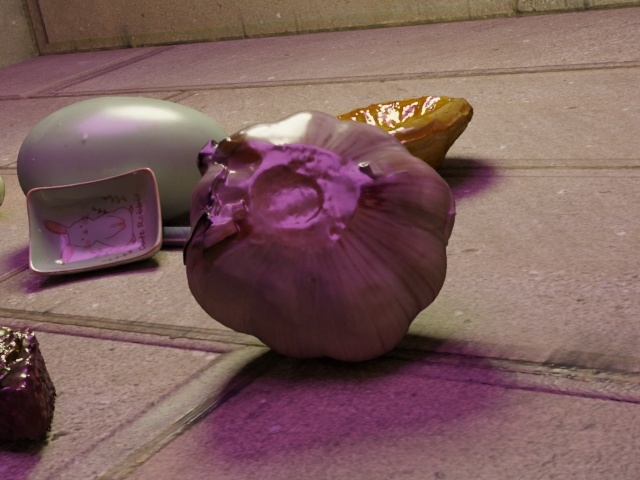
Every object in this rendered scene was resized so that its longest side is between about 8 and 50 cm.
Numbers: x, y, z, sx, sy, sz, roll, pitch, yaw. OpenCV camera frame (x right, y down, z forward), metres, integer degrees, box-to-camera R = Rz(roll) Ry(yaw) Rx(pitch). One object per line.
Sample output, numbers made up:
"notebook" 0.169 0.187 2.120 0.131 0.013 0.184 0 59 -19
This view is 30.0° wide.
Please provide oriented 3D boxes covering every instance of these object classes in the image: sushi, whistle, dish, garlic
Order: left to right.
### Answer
"sushi" -0.397 0.172 1.370 0.161 0.107 0.241 -18 19 -8
"dish" -0.349 -0.018 1.882 0.212 0.151 0.077 -11 -24 4
"whistle" -0.225 -0.006 1.902 0.176 0.033 0.033 0 21 32
"garlic" 0.000 -0.008 1.392 0.322 0.322 0.241 -11 0 2

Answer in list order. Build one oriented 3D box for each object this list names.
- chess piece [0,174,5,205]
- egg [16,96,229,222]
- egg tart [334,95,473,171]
"chess piece" -0.709 -0.083 2.189 0.182 0.182 0.330 -5 4 19
"egg" -0.328 -0.130 2.018 0.371 0.230 0.230 -4 19 4
"egg tart" 0.107 -0.154 1.994 0.319 0.128 0.319 -11 16 3
